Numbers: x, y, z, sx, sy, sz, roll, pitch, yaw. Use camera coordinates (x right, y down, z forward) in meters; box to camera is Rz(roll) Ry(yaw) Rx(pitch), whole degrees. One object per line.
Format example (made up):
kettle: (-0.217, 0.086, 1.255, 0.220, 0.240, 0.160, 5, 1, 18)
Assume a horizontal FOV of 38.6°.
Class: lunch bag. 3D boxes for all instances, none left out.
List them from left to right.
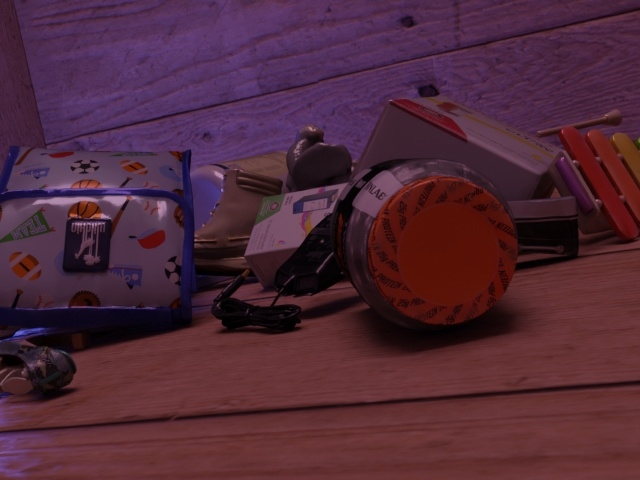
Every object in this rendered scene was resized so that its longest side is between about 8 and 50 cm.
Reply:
lunch bag: (-0.365, 0.003, 1.491, 0.328, 0.239, 0.385, 0, 33, -7)

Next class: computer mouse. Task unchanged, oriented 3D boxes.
computer mouse: (-0.035, 0.049, 1.308, 0.184, 0.060, 0.262, -3, 36, 41)

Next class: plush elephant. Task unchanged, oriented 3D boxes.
plush elephant: (0.056, -0.099, 1.851, 0.255, 0.272, 0.330, -22, 23, 43)

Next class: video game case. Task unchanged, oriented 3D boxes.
video game case: (-0.286, 0.087, 1.852, 0.173, 0.022, 0.190, -6, 7, 44)

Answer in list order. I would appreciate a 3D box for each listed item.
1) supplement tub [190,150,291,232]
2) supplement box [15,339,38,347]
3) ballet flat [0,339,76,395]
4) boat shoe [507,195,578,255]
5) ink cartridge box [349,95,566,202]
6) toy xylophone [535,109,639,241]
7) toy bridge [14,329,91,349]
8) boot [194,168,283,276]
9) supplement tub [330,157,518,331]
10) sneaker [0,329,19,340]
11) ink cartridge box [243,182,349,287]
supplement tub: (-0.131, -0.071, 2.021, 0.235, 0.235, 0.325, -5, 8, 45)
supplement box: (-0.424, 0.166, 1.256, 0.062, 0.036, 0.098, -14, 7, -27)
ballet flat: (-0.372, 0.159, 1.117, 0.070, 0.070, 0.188, -17, 5, -43)
boat shoe: (0.221, -0.002, 1.338, 0.306, 0.104, 0.113, -4, 2, 3)
ink cartridge box: (0.261, -0.130, 1.614, 0.279, 0.160, 0.385, 28, 18, 15)
toy xylophone: (0.479, -0.116, 1.457, 0.323, 0.236, 0.081, -19, -21, -34)
toy bridge: (-0.437, 0.161, 1.389, 0.188, 0.026, 0.063, -10, 3, 11)
boot: (-0.206, -0.037, 1.773, 0.262, 0.203, 0.095, 3, -13, 11)
supplement tub: (0.116, -0.002, 1.080, 0.194, 0.193, 0.316, -11, 5, -3)
sneaker: (-0.555, 0.092, 1.655, 0.114, 0.152, 0.305, 4, 15, 40)
ink cartridge box: (-0.008, -0.011, 1.594, 0.212, 0.093, 0.154, -7, 44, 23)
